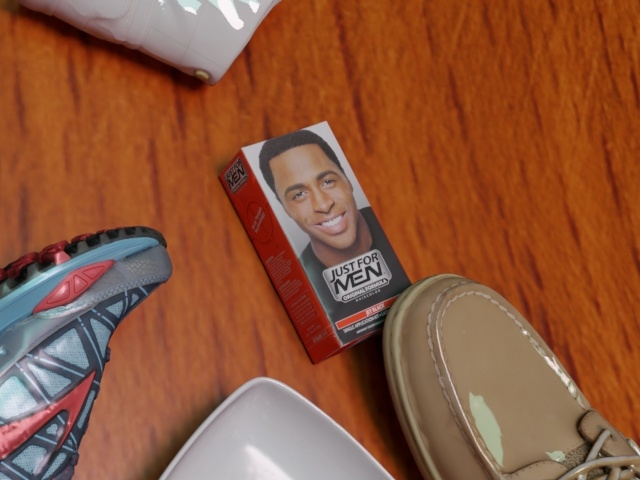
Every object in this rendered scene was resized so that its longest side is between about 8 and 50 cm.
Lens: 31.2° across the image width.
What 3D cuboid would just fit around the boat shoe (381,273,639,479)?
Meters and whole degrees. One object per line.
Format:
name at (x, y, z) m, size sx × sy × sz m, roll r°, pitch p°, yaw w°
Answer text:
boat shoe at (0.165, 0.161, 0.695) m, size 0.122 × 0.110 × 0.341 m, roll -35°, pitch 92°, yaw -31°

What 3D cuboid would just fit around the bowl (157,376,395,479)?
bowl at (-0.031, 0.167, 0.648) m, size 0.142 × 0.053 × 0.142 m, roll 43°, pitch 57°, yaw -4°

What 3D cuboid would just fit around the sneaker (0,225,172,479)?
sneaker at (-0.170, 0.093, 0.603) m, size 0.262 × 0.104 × 0.125 m, roll -40°, pitch 107°, yaw -29°

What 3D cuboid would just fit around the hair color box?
hair color box at (0.000, 0.000, 0.741) m, size 0.072 × 0.043 × 0.141 m, roll -22°, pitch 79°, yaw -32°

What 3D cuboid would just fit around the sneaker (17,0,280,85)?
sneaker at (-0.072, -0.243, 0.783) m, size 0.169 × 0.108 × 0.292 m, roll 26°, pitch 69°, yaw -16°
